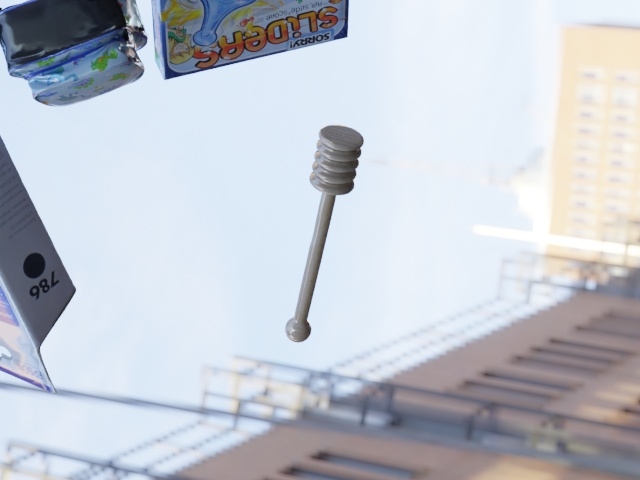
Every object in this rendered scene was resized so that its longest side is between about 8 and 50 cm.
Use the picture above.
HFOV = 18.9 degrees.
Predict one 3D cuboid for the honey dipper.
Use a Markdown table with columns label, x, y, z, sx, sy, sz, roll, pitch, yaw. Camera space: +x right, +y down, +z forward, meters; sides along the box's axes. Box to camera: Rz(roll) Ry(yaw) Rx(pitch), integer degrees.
| label | x | y | z | sx | sy | sz | roll | pitch | yaw |
| --- | --- | --- | --- | --- | --- | --- | --- | --- | --- |
| honey dipper | 0.000 | 0.000 | 1.255 | 0.030 | 0.030 | 0.161 | -40 | -32 | -51 |

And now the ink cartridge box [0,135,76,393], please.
| label | x | y | z | sx | sy | sz | roll | pitch | yaw |
| --- | --- | --- | --- | --- | --- | --- | --- | --- | --- |
| ink cartridge box | -0.305 | -0.035 | 1.590 | 0.065 | 0.165 | 0.333 | -39 | -56 | -30 |

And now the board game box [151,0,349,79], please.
| label | x | y | z | sx | sy | sz | roll | pitch | yaw |
| --- | --- | --- | --- | --- | --- | --- | --- | --- | --- |
| board game box | -0.070 | -0.242 | 1.933 | 0.136 | 0.201 | 0.035 | 91 | 160 | -49 |

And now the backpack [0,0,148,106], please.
| label | x | y | z | sx | sy | sz | roll | pitch | yaw |
| --- | --- | --- | --- | --- | --- | --- | --- | --- | --- |
| backpack | -0.182 | -0.149 | 1.453 | 0.114 | 0.105 | 0.084 | -19 | -91 | -80 |
